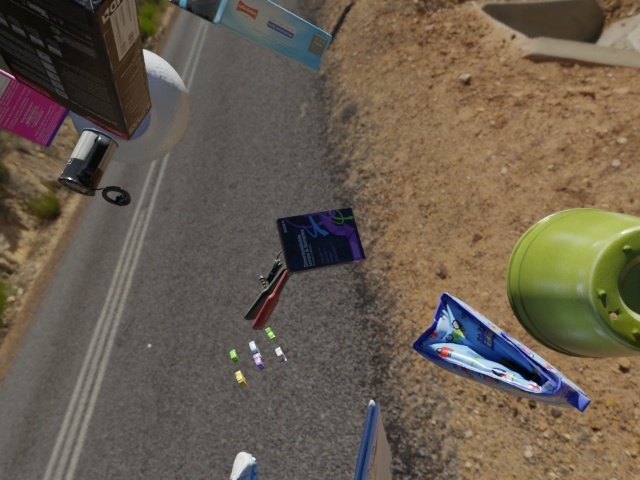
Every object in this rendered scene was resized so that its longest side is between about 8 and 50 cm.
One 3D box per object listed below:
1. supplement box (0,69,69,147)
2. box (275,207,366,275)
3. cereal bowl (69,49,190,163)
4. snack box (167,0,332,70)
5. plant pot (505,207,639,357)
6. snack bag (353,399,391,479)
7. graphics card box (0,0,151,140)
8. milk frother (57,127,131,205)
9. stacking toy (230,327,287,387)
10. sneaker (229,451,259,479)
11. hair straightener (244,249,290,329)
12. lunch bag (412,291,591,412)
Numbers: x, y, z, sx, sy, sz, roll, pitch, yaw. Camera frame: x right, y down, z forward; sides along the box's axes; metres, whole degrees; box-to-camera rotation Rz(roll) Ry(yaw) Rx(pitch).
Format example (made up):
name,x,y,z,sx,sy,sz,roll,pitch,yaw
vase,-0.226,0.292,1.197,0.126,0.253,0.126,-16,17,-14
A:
name,x,y,z,sx,sy,sz,roll,pitch,yaw
supplement box,-0.692,-0.308,1.136,0.111,0.220,0.113,29,89,29
box,0.000,0.000,1.047,0.029,0.162,0.116,124,133,-67
cereal bowl,-0.552,-0.374,1.489,0.339,0.339,0.141,-42,23,11
snack box,-0.154,-0.355,0.779,0.322,0.187,0.060,38,111,36
plant pot,0.622,0.096,1.097,0.366,0.366,0.353,-46,-6,3
snack bag,0.121,0.573,1.085,0.037,0.342,0.323,-6,24,16
graphics card box,-0.391,-0.313,0.786,0.094,0.233,0.371,-63,5,-18
milk frother,-0.495,-0.164,1.193,0.129,0.143,0.134,4,67,38
stacking toy,-0.218,0.386,1.756,0.167,0.052,0.221,-29,26,-7
sneaker,-0.155,0.433,0.858,0.071,0.083,0.190,-57,17,30
hair straightener,-0.129,0.105,1.286,0.089,0.047,0.230,38,108,38
lunch bag,0.365,0.246,1.005,0.293,0.221,0.138,27,85,40
